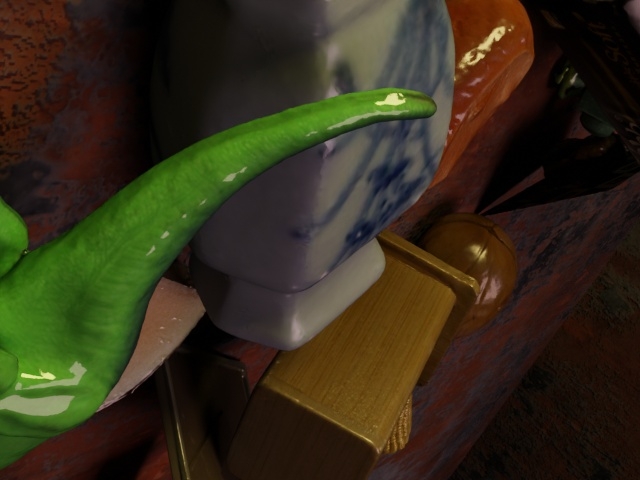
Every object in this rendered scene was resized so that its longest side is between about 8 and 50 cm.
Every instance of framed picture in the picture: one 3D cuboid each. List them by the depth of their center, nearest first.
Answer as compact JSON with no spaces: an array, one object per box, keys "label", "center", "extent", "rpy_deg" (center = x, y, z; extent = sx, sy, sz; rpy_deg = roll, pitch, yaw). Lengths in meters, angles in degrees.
[{"label":"framed picture","center":[-0.112,0.211,1.115],"extent":[0.023,0.189,0.260],"rpy_deg":[-17,163,12]}]

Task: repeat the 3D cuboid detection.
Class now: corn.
[{"label":"corn","center":[0.122,0.313,1.836],"extent":[0.093,0.093,0.244],"rpy_deg":[-41,152,-23]}]

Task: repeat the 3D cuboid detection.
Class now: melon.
[{"label":"melon","center":[-0.185,0.100,0.949],"extent":[0.182,0.054,0.098],"rpy_deg":[-57,152,15]}]

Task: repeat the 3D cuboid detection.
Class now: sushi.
[{"label":"sushi","center":[0.416,-0.129,1.595],"extent":[0.292,0.059,0.294],"rpy_deg":[-28,-171,-35]}]

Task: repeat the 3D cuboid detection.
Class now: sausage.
[{"label":"sausage","center":[0.113,-0.154,1.015],"extent":[0.258,0.133,0.133],"rpy_deg":[-51,159,-7]}]

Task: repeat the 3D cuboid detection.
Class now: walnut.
[{"label":"walnut","center":[0.206,0.055,1.495],"extent":[0.167,0.167,0.207],"rpy_deg":[-26,150,-47]}]

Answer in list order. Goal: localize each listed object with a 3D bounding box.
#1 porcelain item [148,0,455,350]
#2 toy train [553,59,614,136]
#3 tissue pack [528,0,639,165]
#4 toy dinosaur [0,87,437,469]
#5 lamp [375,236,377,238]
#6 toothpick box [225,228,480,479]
[{"label":"porcelain item","center":[-0.012,-0.093,0.796],"extent":[0.242,0.178,0.405],"rpy_deg":[-38,155,-29]},{"label":"toy train","center":[0.472,-0.282,1.480],"extent":[0.188,0.159,0.272],"rpy_deg":[-35,152,-49]},{"label":"tissue pack","center":[0.443,-0.237,1.212],"extent":[0.210,0.198,0.370],"rpy_deg":[-49,123,-7]},{"label":"toy dinosaur","center":[-0.147,0.097,0.714],"extent":[0.499,0.144,0.375],"rpy_deg":[-15,141,-7]},{"label":"lamp","center":[0.000,0.000,1.081],"extent":[0.250,0.101,0.101],"rpy_deg":[-48,160,-28]},{"label":"toothpick box","center":[0.032,0.147,1.144],"extent":[0.308,0.190,0.187],"rpy_deg":[-53,170,-52]}]
